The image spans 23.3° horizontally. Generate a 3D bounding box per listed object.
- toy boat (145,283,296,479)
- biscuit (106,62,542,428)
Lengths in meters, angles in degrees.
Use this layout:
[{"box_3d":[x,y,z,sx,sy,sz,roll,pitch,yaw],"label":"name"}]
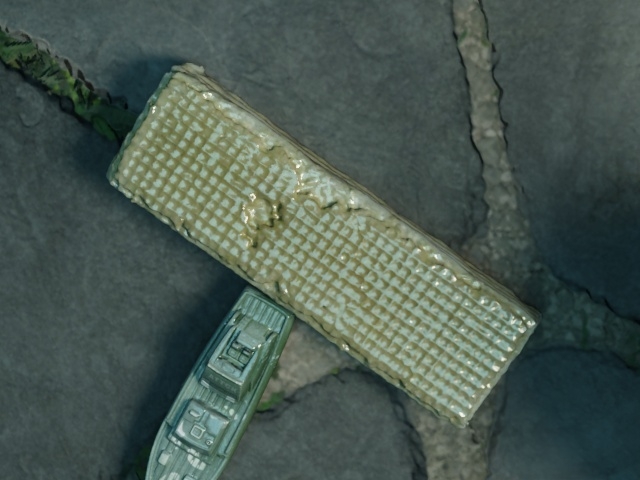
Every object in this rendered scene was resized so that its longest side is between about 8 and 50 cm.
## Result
[{"box_3d":[-0.106,0.165,1.512,0.078,0.085,0.260,30,104,7],"label":"toy boat"},{"box_3d":[0.000,0.000,1.465,0.426,0.078,0.144,34,104,6],"label":"biscuit"}]
